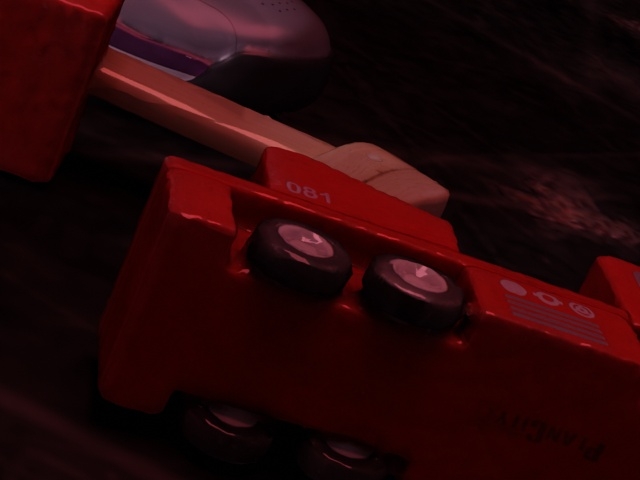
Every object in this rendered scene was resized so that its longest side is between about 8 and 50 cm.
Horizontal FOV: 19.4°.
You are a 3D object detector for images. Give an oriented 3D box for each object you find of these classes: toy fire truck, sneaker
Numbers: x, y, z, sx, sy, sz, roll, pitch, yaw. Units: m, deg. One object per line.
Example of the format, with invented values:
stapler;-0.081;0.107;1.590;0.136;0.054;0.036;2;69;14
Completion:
toy fire truck;0.000;0.000;0.413;0.192;0.047;0.135;18;22;-13
sneaker;-0.080;-0.121;0.534;0.224;0.098;0.083;33;25;23
